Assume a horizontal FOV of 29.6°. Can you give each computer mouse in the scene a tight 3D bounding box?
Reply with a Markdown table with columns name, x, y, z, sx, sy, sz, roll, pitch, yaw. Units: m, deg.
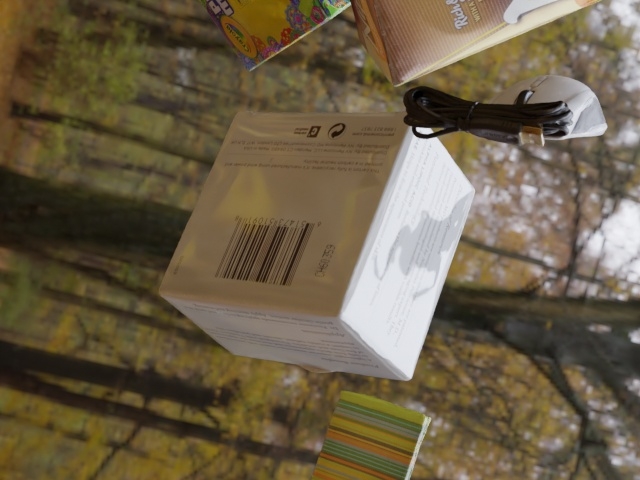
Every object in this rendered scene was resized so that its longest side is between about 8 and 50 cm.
| name | x | y | z | sx | sy | sz | roll | pitch | yaw |
| --- | --- | --- | --- | --- | --- | --- | --- | --- | --- |
| computer mouse | 0.141 | -0.091 | 0.826 | 0.193 | 0.106 | 0.042 | -14 | 108 | -60 |

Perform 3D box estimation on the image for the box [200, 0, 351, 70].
| name | x | y | z | sx | sy | sz | roll | pitch | yaw |
| --- | --- | --- | --- | --- | --- | --- | --- | --- | --- |
| box | -0.028 | -0.392 | 1.318 | 0.279 | 0.290 | 0.177 | -40 | -170 | -33 |

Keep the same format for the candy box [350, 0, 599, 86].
| name | x | y | z | sx | sy | sz | roll | pitch | yaw |
| --- | --- | --- | --- | --- | --- | --- | --- | --- | --- |
| candy box | 0.165 | -0.263 | 0.907 | 0.087 | 0.316 | 0.183 | -120 | -172 | -48 |

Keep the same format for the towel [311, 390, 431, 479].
| name | x | y | z | sx | sy | sz | roll | pitch | yaw |
| --- | --- | --- | --- | --- | --- | --- | --- | --- | --- |
| towel | 0.025 | 0.263 | 1.134 | 0.102 | 0.021 | 0.237 | 13 | -100 | 38 |

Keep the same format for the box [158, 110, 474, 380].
| name | x | y | z | sx | sy | sz | roll | pitch | yaw |
| --- | --- | --- | --- | --- | --- | --- | --- | --- | --- |
| box | 0.000 | 0.000 | 0.969 | 0.181 | 0.119 | 0.182 | 5 | -117 | 35 |
